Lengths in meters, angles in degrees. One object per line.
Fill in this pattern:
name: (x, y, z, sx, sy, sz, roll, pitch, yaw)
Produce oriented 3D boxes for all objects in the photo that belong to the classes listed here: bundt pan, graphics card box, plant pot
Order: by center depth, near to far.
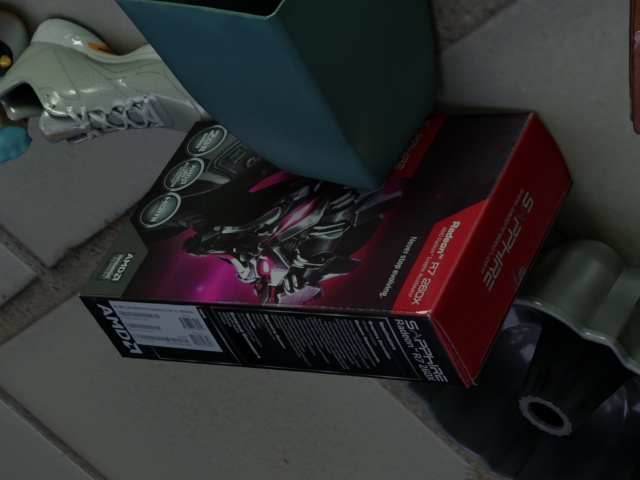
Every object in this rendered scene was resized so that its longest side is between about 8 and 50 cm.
plant pot: (-0.011, -0.161, 1.313, 0.165, 0.165, 0.234, 14, 150, 37)
graphics card box: (0.000, 0.000, 1.402, 0.371, 0.233, 0.094, 1, 137, 37)
bundt pan: (0.229, 0.112, 1.470, 0.331, 0.124, 0.331, 29, 152, 17)

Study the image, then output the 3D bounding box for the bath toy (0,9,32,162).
bath toy: (-0.381, -0.237, 1.642, 0.129, 0.151, 0.348, 51, 160, 43)

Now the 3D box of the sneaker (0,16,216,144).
sneaker: (-0.206, -0.131, 1.611, 0.262, 0.121, 0.099, 16, 144, 33)

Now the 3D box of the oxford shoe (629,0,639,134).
oxford shoe: (0.261, -0.207, 1.008, 0.130, 0.123, 0.348, 2, 142, 8)
